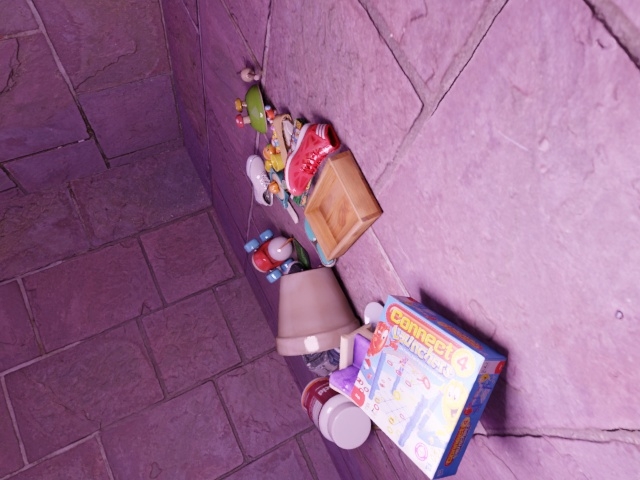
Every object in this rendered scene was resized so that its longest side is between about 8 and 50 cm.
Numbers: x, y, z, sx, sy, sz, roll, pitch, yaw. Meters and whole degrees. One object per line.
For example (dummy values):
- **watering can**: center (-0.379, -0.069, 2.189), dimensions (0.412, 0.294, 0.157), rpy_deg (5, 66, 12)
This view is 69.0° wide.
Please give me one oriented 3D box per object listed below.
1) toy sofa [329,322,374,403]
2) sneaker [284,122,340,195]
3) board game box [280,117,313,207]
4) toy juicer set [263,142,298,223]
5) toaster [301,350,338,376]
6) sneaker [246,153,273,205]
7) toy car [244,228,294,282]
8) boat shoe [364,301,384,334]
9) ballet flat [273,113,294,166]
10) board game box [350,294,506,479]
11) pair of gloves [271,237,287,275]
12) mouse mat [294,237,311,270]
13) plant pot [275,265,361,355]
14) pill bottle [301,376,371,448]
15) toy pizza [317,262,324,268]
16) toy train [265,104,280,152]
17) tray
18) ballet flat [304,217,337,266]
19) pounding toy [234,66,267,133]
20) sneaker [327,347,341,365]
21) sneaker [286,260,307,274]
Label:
- **toy sofa**: center (0.195, 0.403, 1.310), dimensions (0.363, 0.177, 0.150), rpy_deg (30, 130, 41)
- **sneaker**: center (-0.022, -0.235, 1.324), dimensions (0.128, 0.087, 0.221), rpy_deg (8, 85, 49)
- **board game box**: center (-0.065, -0.251, 1.518), dimensions (0.136, 0.030, 0.259), rpy_deg (46, 135, 34)
- **toy juicer set**: center (-0.183, -0.238, 1.892), dimensions (0.209, 0.090, 0.328), rpy_deg (48, 154, 44)
- **toaster**: center (-0.011, 0.535, 2.205), dimensions (0.146, 0.129, 0.227), rpy_deg (51, -177, -43)
- **sneaker**: center (-0.260, -0.269, 2.104), dimensions (0.091, 0.094, 0.258), rpy_deg (27, 144, 36)
- **toy car**: center (-0.190, 0.039, 2.172), dimensions (0.238, 0.210, 0.219), rpy_deg (-32, 94, 43)
- **boat shoe**: center (0.207, 0.303, 1.482), dimensions (0.228, 0.080, 0.076), rpy_deg (63, -173, 7)
- **ballet flat**: center (-0.102, -0.322, 1.597), dimensions (0.073, 0.080, 0.232), rpy_deg (-6, 108, 56)
- **board game box**: center (0.237, 0.331, 1.109), dimensions (0.308, 0.086, 0.301), rpy_deg (31, 107, 51)
- **pair of gloves**: center (-0.226, 0.105, 2.491), dimensions (0.240, 0.042, 0.204), rpy_deg (47, 153, 48)
- **mouse mat**: center (-0.076, 0.096, 2.118), dimensions (0.152, 0.007, 0.189), rpy_deg (45, 153, 48)
- **plant pot**: center (-0.027, 0.247, 1.725), dimensions (0.323, 0.324, 0.280), rpy_deg (164, 95, -72)
- **pill bottle**: center (0.069, 0.811, 2.207), dimensions (0.392, 0.224, 0.223), rpy_deg (5, 116, 69)
- **toy pizza**: center (0.028, 0.185, 1.889), dimensions (0.201, 0.032, 0.201), rpy_deg (54, 157, 34)
- **toy train**: center (-0.161, -0.409, 1.712), dimensions (0.125, 0.046, 0.166), rpy_deg (-115, 11, -45)
- **tray**: center (0.054, -0.088, 1.440), dimensions (0.202, 0.076, 0.411), rpy_deg (64, 162, 10)
- **ballet flat**: center (0.000, 0.000, 1.707), dimensions (0.213, 0.072, 0.068), rpy_deg (66, -168, 10)
- **pounding toy**: center (-0.276, -0.510, 1.743), dimensions (0.183, 0.110, 0.236), rpy_deg (-116, 15, -56)
- **sneaker**: center (0.044, 0.451, 2.072), dimensions (0.226, 0.086, 0.163), rpy_deg (51, 153, 38)
- **sneaker**: center (-0.074, 0.232, 2.099), dimensions (0.153, 0.101, 0.268), rpy_deg (29, 136, 65)
